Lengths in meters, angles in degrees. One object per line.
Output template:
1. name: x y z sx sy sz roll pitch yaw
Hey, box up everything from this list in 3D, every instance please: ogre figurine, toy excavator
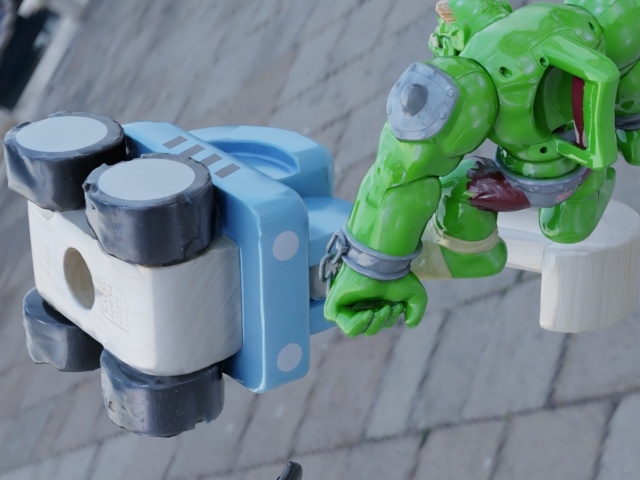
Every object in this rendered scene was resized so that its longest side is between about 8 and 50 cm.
1. ogre figurine: 0.085 -0.046 0.635 0.118 0.197 0.097 93 158 -44
2. toy excavator: 0.000 0.000 1.356 0.433 0.445 0.222 29 130 46

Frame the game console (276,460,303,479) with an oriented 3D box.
1. game console: -0.066 0.183 0.845 0.122 0.071 0.107 -54 -21 -67
